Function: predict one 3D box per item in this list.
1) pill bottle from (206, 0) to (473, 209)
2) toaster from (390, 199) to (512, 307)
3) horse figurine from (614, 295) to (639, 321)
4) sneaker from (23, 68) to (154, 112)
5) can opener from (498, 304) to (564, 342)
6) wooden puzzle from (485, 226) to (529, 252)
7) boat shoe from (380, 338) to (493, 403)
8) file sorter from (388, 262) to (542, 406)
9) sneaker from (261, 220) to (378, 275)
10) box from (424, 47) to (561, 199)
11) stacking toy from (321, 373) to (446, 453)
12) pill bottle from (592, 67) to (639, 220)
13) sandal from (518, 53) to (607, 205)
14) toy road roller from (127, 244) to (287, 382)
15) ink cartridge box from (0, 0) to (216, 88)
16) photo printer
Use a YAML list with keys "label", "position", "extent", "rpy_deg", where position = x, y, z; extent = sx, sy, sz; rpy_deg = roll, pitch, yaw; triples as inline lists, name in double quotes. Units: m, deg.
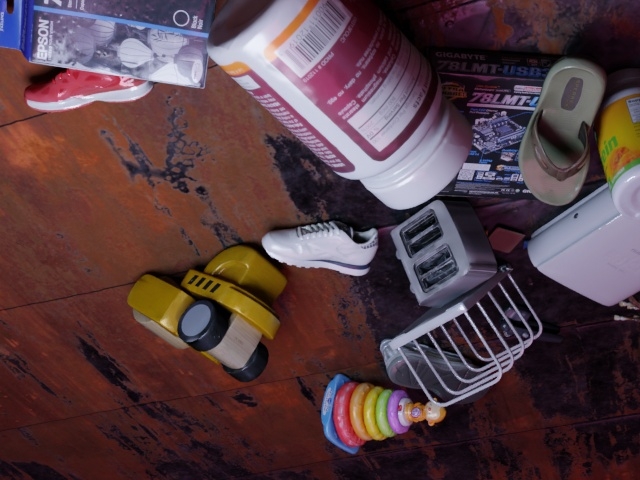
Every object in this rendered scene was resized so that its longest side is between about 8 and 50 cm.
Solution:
- label: "pill bottle"
  position: [0.041, -0.235, 1.356]
  extent: [0.224, 0.224, 0.392]
  rpy_deg: [-30, 124, 31]
- label: "toaster"
  position: [0.244, 0.023, 1.751]
  extent: [0.110, 0.168, 0.185]
  rpy_deg: [3, 150, -47]
- label: "horse figurine"
  position: [0.747, 0.155, 1.970]
  extent: [0.174, 0.066, 0.263]
  rpy_deg: [-1, 173, 33]
- label: "sneaker"
  position: [-0.389, -0.286, 1.461]
  extent: [0.221, 0.087, 0.128]
  rpy_deg: [-7, 124, 7]
- label: "can opener"
  position: [0.487, 0.204, 2.081]
  extent: [0.186, 0.059, 0.073]
  rpy_deg: [21, 136, -24]
- label: "wooden puzzle"
  position: [0.375, -0.003, 1.861]
  extent: [0.116, 0.014, 0.078]
  rpy_deg: [20, 141, -23]
- label: "boat shoe"
  position: [0.285, 0.312, 2.196]
  extent: [0.320, 0.103, 0.118]
  rpy_deg: [17, 119, -29]
- label: "file sorter"
  position: [0.313, 0.197, 1.865]
  extent: [0.192, 0.277, 0.173]
  rpy_deg: [-34, 86, 34]
- label: "sneaker"
  position: [0.000, 0.000, 1.813]
  extent: [0.234, 0.090, 0.095]
  rpy_deg: [7, 128, -15]
- label: "box"
  position: [0.303, -0.193, 1.575]
  extent: [0.295, 0.073, 0.293]
  rpy_deg: [2, 140, -4]
- label: "stacking toy"
  position: [0.166, 0.420, 2.197]
  extent: [0.301, 0.175, 0.166]
  rpy_deg: [-7, 146, 34]
- label: "pill bottle"
  position: [0.523, -0.164, 1.477]
  extent: [0.136, 0.246, 0.136]
  rpy_deg: [0, 141, 0]
- label: "sandal"
  position: [0.389, -0.165, 1.473]
  extent: [0.120, 0.086, 0.303]
  rpy_deg: [7, 140, 10]
- label: "toy road roller"
  position: [-0.218, 0.127, 1.903]
  extent: [0.329, 0.241, 0.202]
  rpy_deg: [17, 159, 44]
- label: "ink cartridge box"
  position: [-0.326, -0.335, 1.346]
  extent: [0.332, 0.065, 0.166]
  rpy_deg: [7, 115, -9]
- label: "photo printer"
  position: [0.607, -0.008, 1.783]
  extent: [0.256, 0.107, 0.307]
  rpy_deg: [25, 134, -29]
